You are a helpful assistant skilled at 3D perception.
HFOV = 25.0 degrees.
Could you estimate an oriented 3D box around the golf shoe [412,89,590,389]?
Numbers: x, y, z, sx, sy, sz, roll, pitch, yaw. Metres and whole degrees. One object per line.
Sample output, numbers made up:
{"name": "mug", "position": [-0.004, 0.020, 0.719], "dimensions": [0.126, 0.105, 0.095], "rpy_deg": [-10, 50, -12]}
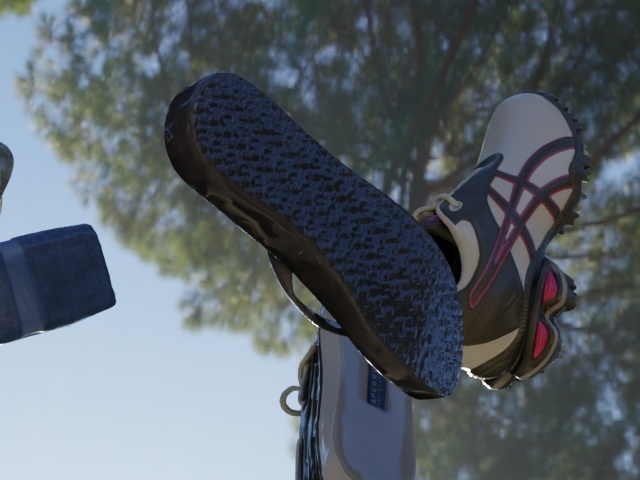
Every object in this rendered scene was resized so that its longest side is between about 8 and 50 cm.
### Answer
{"name": "golf shoe", "position": [0.134, -0.022, 1.114], "dimensions": [0.120, 0.272, 0.105], "rpy_deg": [24, -38, -19]}

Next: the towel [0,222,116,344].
{"name": "towel", "position": [-0.196, 0.031, 0.946], "dimensions": [0.029, 0.119, 0.067], "rpy_deg": [-6, -82, 54]}

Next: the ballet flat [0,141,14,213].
{"name": "ballet flat", "position": [-0.293, 0.015, 1.130], "dimensions": [0.072, 0.068, 0.213], "rpy_deg": [35, -70, 26]}

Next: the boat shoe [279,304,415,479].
{"name": "boat shoe", "position": [0.030, 0.134, 1.265], "dimensions": [0.113, 0.306, 0.105], "rpy_deg": [26, -52, -21]}

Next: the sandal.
{"name": "sandal", "position": [0.000, -0.001, 0.869], "dimensions": [0.054, 0.097, 0.254], "rpy_deg": [-22, -59, 42]}
